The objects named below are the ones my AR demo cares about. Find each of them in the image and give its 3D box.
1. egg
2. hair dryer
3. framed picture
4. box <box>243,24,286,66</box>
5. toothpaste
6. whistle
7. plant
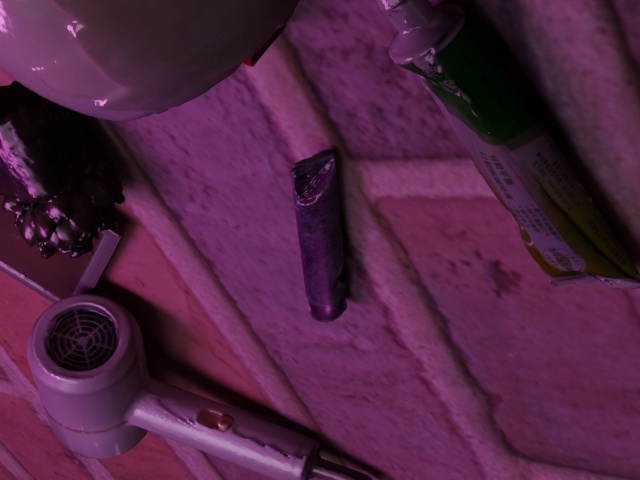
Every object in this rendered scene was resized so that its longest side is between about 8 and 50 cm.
[{"bbox_3d":[-0.108,-0.168,0.569,0.183,0.183,0.217,-4,131,45],"label":"egg"},{"bbox_3d":[-0.101,0.170,1.190,0.357,0.108,0.173,18,151,8],"label":"hair dryer"},{"bbox_3d":[-0.313,-0.040,1.136,0.274,0.017,0.217,33,149,-8],"label":"framed picture"},{"bbox_3d":[-0.081,-0.191,0.724,0.112,0.048,0.175,22,145,20],"label":"box"},{"bbox_3d":[0.108,-0.054,0.739,0.078,0.047,0.248,-3,134,50],"label":"toothpaste"},{"bbox_3d":[0.000,0.000,0.915,0.033,0.033,0.176,21,146,20],"label":"whistle"},{"bbox_3d":[-0.215,-0.055,0.988,0.094,0.092,0.143,0,128,34],"label":"plant"}]
